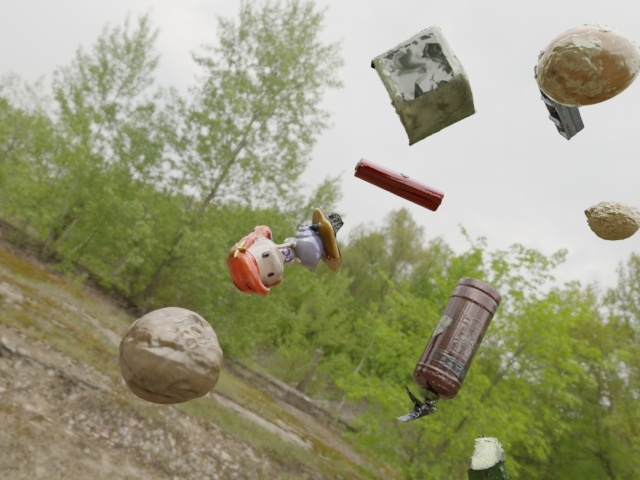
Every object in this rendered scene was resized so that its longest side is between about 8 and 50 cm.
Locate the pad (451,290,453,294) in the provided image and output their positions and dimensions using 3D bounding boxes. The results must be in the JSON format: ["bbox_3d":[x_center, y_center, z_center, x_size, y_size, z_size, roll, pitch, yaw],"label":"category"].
[{"bbox_3d":[0.459,0.250,1.721,0.006,0.113,0.187,-14,-33,17],"label":"pad"}]

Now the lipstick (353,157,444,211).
[{"bbox_3d":[0.236,-0.172,1.582,0.280,0.073,0.073,23,-13,-4],"label":"lipstick"}]

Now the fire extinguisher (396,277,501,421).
[{"bbox_3d":[0.262,0.237,1.096,0.102,0.343,0.138,12,-26,47],"label":"fire extinguisher"}]

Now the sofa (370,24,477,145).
[{"bbox_3d":[0.269,-0.407,1.352,0.176,0.210,0.225,41,24,-61],"label":"sofa"}]

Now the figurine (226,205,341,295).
[{"bbox_3d":[-0.101,0.038,1.249,0.180,0.257,0.208,89,-22,-43],"label":"figurine"}]

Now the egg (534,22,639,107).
[{"bbox_3d":[0.669,-0.435,1.300,0.246,0.203,0.203,4,-23,20],"label":"egg"}]

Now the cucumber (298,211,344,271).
[{"bbox_3d":[-0.001,0.000,1.440,0.058,0.187,0.058,28,-25,14],"label":"cucumber"}]

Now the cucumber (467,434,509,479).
[{"bbox_3d":[0.527,0.782,1.609,0.105,0.145,0.324,2,-65,27],"label":"cucumber"}]

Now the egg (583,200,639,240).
[{"bbox_3d":[0.799,-0.056,1.415,0.140,0.116,0.118,4,-38,48],"label":"egg"}]

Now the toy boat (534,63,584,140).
[{"bbox_3d":[0.776,-0.465,1.701,0.282,0.078,0.127,54,19,-27],"label":"toy boat"}]

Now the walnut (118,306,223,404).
[{"bbox_3d":[-0.378,0.298,1.333,0.274,0.226,0.273,4,-44,4],"label":"walnut"}]
